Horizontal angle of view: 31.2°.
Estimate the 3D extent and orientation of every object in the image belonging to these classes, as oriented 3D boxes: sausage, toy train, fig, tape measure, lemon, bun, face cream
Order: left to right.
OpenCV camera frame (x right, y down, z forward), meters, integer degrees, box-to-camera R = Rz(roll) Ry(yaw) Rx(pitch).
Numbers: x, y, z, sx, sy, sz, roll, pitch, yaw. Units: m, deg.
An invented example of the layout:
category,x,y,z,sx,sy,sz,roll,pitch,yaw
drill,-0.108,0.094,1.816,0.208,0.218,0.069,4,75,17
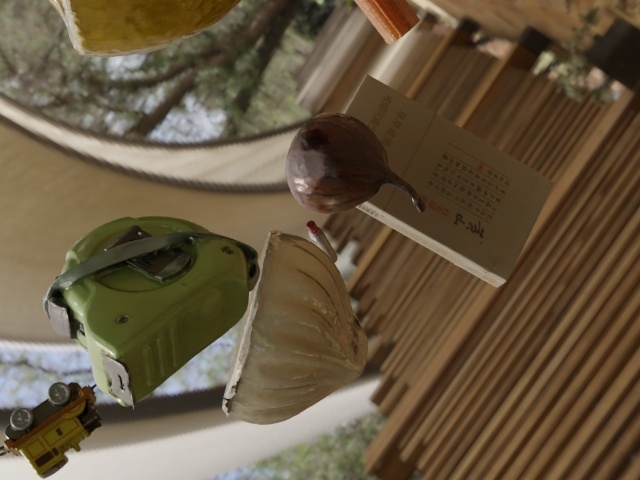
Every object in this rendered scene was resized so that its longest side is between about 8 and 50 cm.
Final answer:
category,x,y,z,sx,sy,sz,roll,pitch,yaw
toy train,-0.481,0.342,2.081,0.127,0.219,0.089,51,165,14
tape measure,-0.161,0.045,1.073,0.175,0.106,0.200,28,-132,32
lemon,-0.209,-0.414,1.423,0.364,0.364,0.364,33,-171,-6
bun,-0.021,0.127,1.517,0.175,0.263,0.263,15,-169,-5
face cream,0.000,0.000,1.690,0.040,0.021,0.083,53,176,43
fig,0.031,-0.111,1.672,0.149,0.148,0.202,-13,-165,-38
sausage,0.071,-0.439,1.913,0.234,0.071,0.071,50,-176,-18

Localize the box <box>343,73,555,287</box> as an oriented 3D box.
category,x,y,z,sx,sy,sz,roll,pitch,yaw
box,0.185,-0.099,1.884,0.365,0.204,0.051,30,162,-2
